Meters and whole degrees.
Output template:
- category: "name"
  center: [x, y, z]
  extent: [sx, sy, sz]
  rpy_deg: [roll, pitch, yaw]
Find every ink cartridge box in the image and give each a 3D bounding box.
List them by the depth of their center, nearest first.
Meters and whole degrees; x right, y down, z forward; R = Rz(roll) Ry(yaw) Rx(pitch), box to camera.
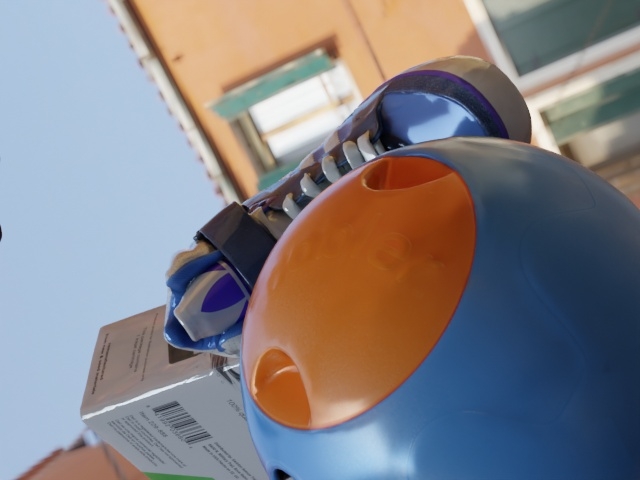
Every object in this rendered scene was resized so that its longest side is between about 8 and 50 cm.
- category: "ink cartridge box"
  center: [-0.052, 0.146, 1.403]
  extent: [0.211, 0.289, 0.121]
  rpy_deg: [51, -149, -37]

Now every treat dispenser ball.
- category: "treat dispenser ball"
  center: [0.093, 0.079, 0.905]
  extent: [0.288, 0.288, 0.288]
  rpy_deg: [41, -142, -42]

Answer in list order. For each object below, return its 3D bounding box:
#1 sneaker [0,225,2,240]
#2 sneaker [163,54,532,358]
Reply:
- category: "sneaker"
  center: [-0.451, -0.071, 1.811]
  extent: [0.162, 0.281, 0.106]
  rpy_deg: [-30, -52, -38]
- category: "sneaker"
  center: [-0.001, 0.000, 1.096]
  extent: [0.130, 0.323, 0.236]
  rpy_deg: [52, -126, -6]
